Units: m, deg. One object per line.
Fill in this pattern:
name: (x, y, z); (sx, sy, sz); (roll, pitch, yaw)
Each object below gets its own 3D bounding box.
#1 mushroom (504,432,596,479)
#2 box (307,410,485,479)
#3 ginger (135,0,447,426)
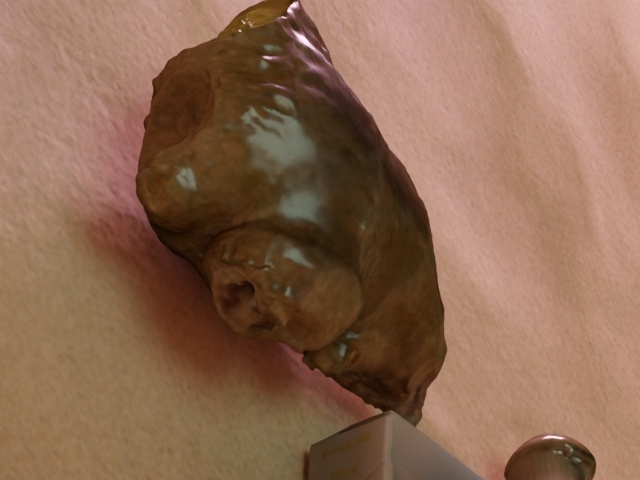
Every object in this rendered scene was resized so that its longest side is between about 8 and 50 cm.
mushroom: (0.177, 0.243, 1.143); (0.118, 0.103, 0.270); (5, 55, -55)
box: (0.060, 0.232, 1.007); (0.155, 0.067, 0.243); (41, 36, -33)
ginger: (0.000, 0.000, 1.054); (0.270, 0.123, 0.219); (53, 28, -13)
